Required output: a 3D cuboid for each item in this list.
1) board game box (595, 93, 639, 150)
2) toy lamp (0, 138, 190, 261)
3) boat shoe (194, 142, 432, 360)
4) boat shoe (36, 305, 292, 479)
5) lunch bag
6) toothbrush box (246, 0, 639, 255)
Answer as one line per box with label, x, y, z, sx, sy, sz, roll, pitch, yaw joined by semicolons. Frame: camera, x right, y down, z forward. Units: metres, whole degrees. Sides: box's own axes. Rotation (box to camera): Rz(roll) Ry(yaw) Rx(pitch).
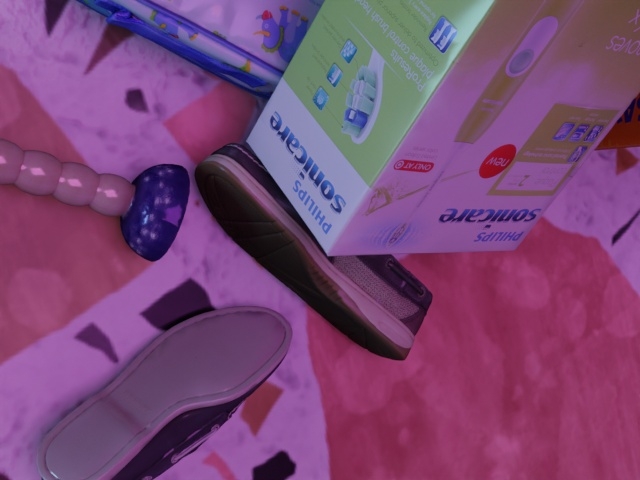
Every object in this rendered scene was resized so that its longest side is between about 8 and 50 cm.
board game box;0.397;-0.277;0.758;0.356;0.356;0.357;-12;97;-25
toy lamp;-0.223;-0.055;0.623;0.274;0.080;0.080;20;84;-27
boat shoe;0.001;0.000;0.738;0.223;0.080;0.073;45;65;-23
boat shoe;-0.107;0.120;0.708;0.206;0.075;0.065;-34;149;-26
lunch bag;-0.067;-0.207;0.683;0.219;0.090;0.176;23;82;-26
toothbrush box;0.114;-0.130;0.651;0.206;0.122;0.283;0;135;-44
